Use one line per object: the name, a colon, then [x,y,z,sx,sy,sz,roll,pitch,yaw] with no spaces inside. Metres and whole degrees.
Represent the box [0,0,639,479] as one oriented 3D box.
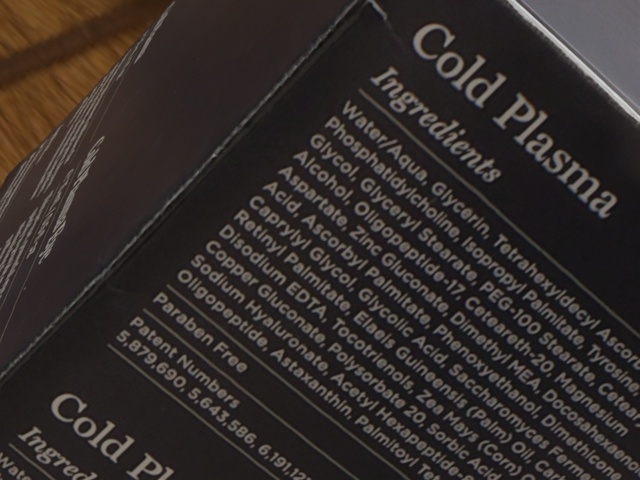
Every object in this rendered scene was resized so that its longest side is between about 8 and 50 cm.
box: [0.000,0.000,0.626,0.179,0.343,0.312,39,-66,-15]
